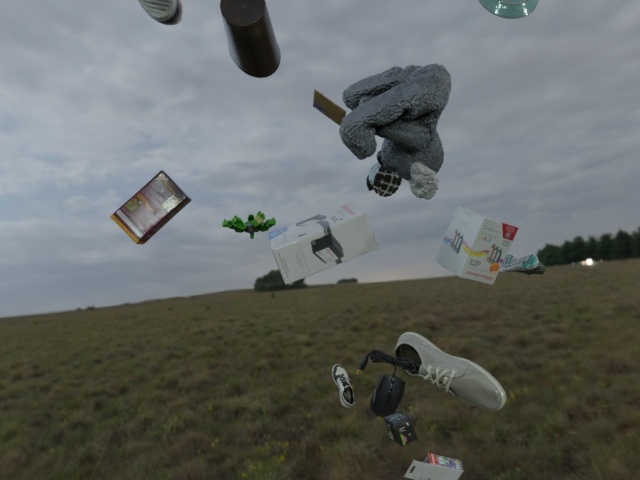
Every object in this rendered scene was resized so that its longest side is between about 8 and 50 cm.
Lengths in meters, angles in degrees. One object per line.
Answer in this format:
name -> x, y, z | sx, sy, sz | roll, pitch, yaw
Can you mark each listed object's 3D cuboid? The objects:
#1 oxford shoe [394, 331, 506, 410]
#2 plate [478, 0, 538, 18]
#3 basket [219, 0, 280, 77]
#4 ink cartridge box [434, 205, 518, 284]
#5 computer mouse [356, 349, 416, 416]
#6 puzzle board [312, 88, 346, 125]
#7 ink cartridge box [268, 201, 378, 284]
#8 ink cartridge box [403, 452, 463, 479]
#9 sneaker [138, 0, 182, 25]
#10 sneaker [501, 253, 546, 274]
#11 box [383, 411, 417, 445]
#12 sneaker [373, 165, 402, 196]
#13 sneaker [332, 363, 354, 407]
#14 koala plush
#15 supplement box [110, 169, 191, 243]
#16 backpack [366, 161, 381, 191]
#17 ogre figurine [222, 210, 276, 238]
oxford shoe -> 0.457, 0.495, 1.635 | 0.449, 0.169, 0.130 | 27, 29, 36
plate -> 0.530, -0.709, 1.240 | 0.187, 0.188, 0.024 | -5, -15, -5
basket -> -0.213, -0.632, 1.319 | 0.154, 0.205, 0.227 | -34, -5, -4
ink cartridge box -> 0.430, 0.014, 1.227 | 0.128, 0.176, 0.127 | 13, 14, -23
computer mouse -> 0.202, 0.500, 1.502 | 0.183, 0.262, 0.060 | 19, 20, 0
puzzle board -> 0.029, -0.433, 1.442 | 0.128, 0.011, 0.096 | 38, -14, 7
ink cartridge box -> 0.000, 0.000, 1.414 | 0.307, 0.129, 0.223 | -21, 16, -4
ink cartridge box -> 0.243, 0.495, 0.955 | 0.114, 0.063, 0.029 | 15, 27, -6
sneaker -> -0.485, -0.733, 1.190 | 0.126, 0.321, 0.127 | -25, 7, 5
sneaker -> 0.647, 0.086, 1.413 | 0.076, 0.065, 0.166 | 32, -9, -15
box -> 0.219, 0.517, 1.212 | 0.052, 0.062, 0.083 | -17, -5, -16
sneaker -> 0.294, -0.297, 1.700 | 0.107, 0.279, 0.118 | 27, 29, 12
sneaker -> 0.048, 0.279, 0.852 | 0.031, 0.084, 0.037 | -15, -17, -20
koala plush -> 0.169, -0.196, 0.835 | 0.203, 0.196, 0.221 | -16, -51, 22
supplement box -> -0.466, -0.090, 1.220 | 0.188, 0.104, 0.081 | -44, 4, -8
backpack -> 0.295, -0.296, 1.920 | 0.151, 0.115, 0.182 | -13, -15, -35
ogre figurine -> -0.275, -0.059, 1.717 | 0.196, 0.097, 0.118 | -22, -10, -8
